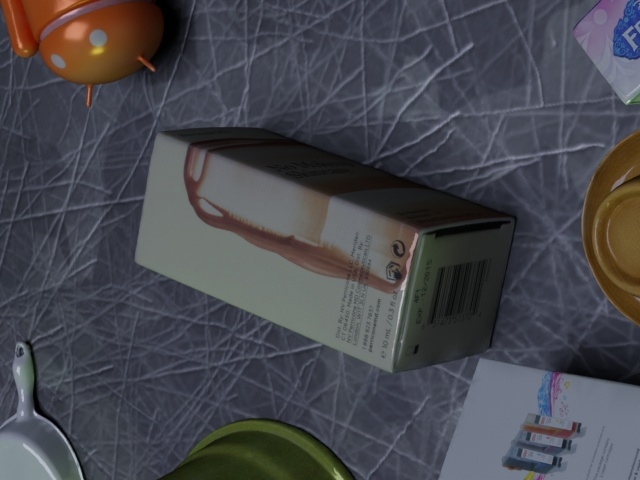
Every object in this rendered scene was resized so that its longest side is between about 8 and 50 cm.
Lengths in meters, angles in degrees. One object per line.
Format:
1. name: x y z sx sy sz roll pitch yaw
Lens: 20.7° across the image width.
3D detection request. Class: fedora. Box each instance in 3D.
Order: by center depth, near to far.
1. fedora: 0.273 -0.003 1.340 0.194 0.079 0.194 7 101 38

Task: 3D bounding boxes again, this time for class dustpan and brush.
1. dustpan and brush: -0.317 0.216 1.877 0.147 0.060 0.211 -4 101 29

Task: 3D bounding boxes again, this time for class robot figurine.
1. robot figurine: -0.225 -0.245 1.677 0.128 0.158 0.219 134 117 -72

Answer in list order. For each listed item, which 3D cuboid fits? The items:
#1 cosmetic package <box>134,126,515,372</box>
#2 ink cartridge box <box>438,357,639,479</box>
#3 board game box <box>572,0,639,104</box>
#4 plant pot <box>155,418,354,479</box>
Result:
1. cosmetic package: 0.000 0.000 1.518 0.296 0.153 0.129 20 107 34
2. ink cartridge box: 0.203 0.182 1.366 0.176 0.128 0.127 9 71 39
3. board game box: 0.356 -0.214 1.087 0.318 0.319 0.066 -45 68 33
4. plant pot: -0.122 0.322 1.598 0.276 0.254 0.276 6 100 38
